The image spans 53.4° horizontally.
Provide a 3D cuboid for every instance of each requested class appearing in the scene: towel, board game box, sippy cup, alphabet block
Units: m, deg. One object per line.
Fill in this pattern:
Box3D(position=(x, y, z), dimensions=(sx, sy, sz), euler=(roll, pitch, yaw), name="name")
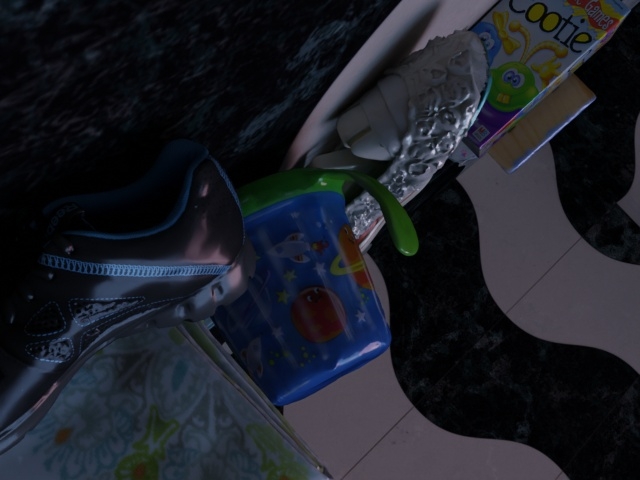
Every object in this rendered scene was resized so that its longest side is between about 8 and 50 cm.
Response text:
Box3D(position=(-0.221, 0.234, 0.607), dimensions=(0.374, 0.320, 0.090), euler=(-41, 179, -6), name="towel")
Box3D(position=(0.300, -0.277, 0.976), dimensions=(0.275, 0.144, 0.142), euler=(-43, 172, 11), name="board game box")
Box3D(position=(-0.034, 0.067, 0.771), dimensions=(0.240, 0.224, 0.305), euler=(-20, 163, -27), name="sippy cup")
Box3D(position=(0.355, -0.256, 1.172), dimensions=(0.193, 0.197, 0.192), euler=(-43, 173, 16), name="alphabet block")

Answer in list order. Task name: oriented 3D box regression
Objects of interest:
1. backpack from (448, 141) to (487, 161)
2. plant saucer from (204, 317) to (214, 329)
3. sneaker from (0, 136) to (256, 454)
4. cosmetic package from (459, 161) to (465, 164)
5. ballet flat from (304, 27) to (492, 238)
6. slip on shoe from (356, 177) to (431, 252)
Box3D(position=(0.348, -0.256, 1.424), dimensions=(0.115, 0.151, 0.182), euler=(-29, 179, -37), name="backpack")
Box3D(position=(-0.194, 0.141, 1.373), dimensions=(0.192, 0.018, 0.067), euler=(-40, 173, -21), name="plant saucer")
Box3D(position=(-0.207, 0.039, 0.467), dimensions=(0.341, 0.125, 0.139), euler=(-35, 143, -26), name="sneaker")
Box3D(position=(0.402, -0.282, 1.643), dimensions=(0.127, 0.107, 0.238), euler=(-45, 174, 26), name="cosmetic package")
Box3D(position=(0.063, -0.109, 0.846), dimensions=(0.147, 0.147, 0.409), euler=(-36, 170, -38), name="ballet flat")
Box3D(position=(0.078, -0.068, 1.241), dimensions=(0.331, 0.101, 0.123), euler=(-47, -149, 29), name="slip on shoe")
